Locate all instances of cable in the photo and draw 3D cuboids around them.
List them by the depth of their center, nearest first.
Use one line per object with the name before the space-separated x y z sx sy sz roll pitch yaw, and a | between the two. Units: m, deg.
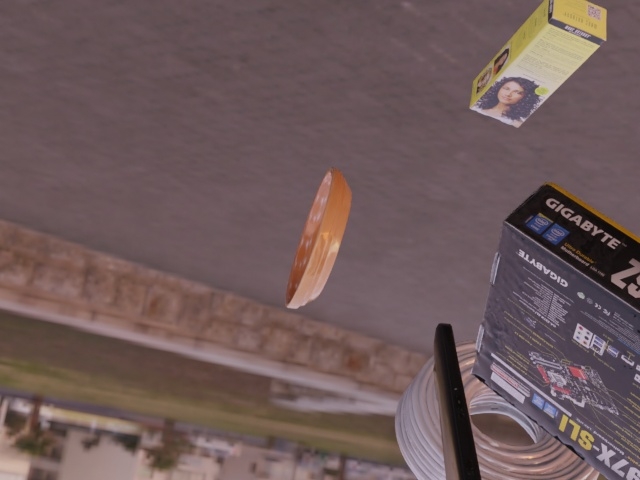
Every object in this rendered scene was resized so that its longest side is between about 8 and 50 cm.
cable | 0.219 0.234 1.432 0.257 0.257 0.089 30 133 17

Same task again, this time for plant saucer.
plant saucer | 0.000 0.000 1.578 0.037 0.199 0.200 17 169 -7

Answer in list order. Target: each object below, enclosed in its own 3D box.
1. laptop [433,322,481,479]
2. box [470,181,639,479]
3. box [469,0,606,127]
laptop | 0.221 0.311 0.757 0.236 0.408 0.381 -7 124 3
box | 0.298 0.127 1.094 0.322 0.079 0.257 37 150 26
box | 0.302 -0.251 1.641 0.087 0.058 0.232 19 148 -13
